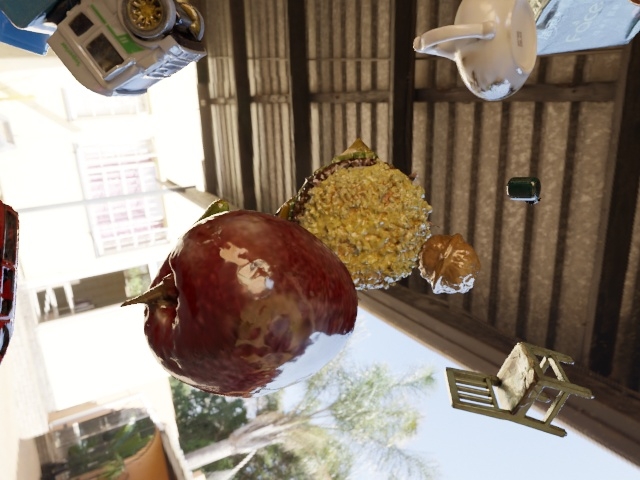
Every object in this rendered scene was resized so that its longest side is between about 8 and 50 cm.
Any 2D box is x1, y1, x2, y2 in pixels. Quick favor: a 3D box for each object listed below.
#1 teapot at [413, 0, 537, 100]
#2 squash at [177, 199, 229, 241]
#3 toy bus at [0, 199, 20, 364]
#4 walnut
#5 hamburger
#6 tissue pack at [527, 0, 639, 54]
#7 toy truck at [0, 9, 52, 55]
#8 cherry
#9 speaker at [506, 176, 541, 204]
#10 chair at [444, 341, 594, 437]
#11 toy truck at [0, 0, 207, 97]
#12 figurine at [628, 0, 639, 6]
[{"bbox_3d":[0.301,-0.360,0.907,0.139,0.298,0.204,6,-82,42],"label":"teapot"},{"bbox_3d":[-0.146,-0.021,0.633,0.083,0.027,0.027,-41,-121,20],"label":"squash"},{"bbox_3d":[-0.333,0.056,0.460,0.089,0.081,0.195,111,-24,-79],"label":"toy bus"},{"bbox_3d":[0.165,0.031,0.640,0.079,0.096,0.083,25,-92,24],"label":"walnut"},{"bbox_3d":[0.057,-0.019,0.804,0.243,0.261,0.139,46,4,-18],"label":"hamburger"},{"bbox_3d":[0.645,-0.563,1.198,0.228,0.315,0.103,94,-13,-68],"label":"tissue pack"},{"bbox_3d":[-0.495,-0.468,0.830,0.162,0.161,0.385,-54,-141,29],"label":"toy truck"},{"bbox_3d":[-0.076,0.077,0.596,0.230,0.300,0.203,-52,-136,32],"label":"cherry"},{"bbox_3d":[0.533,-0.130,1.287,0.075,0.094,0.060,7,-94,42],"label":"speaker"},{"bbox_3d":[0.440,0.318,1.127,0.136,0.270,0.147,-75,-178,-65],"label":"chair"},{"bbox_3d":[-0.303,-0.344,0.589,0.367,0.175,0.146,53,14,-11],"label":"toy truck"},{"bbox_3d":[0.428,-0.316,0.539,0.143,0.271,0.143,28,-54,48],"label":"figurine"}]
